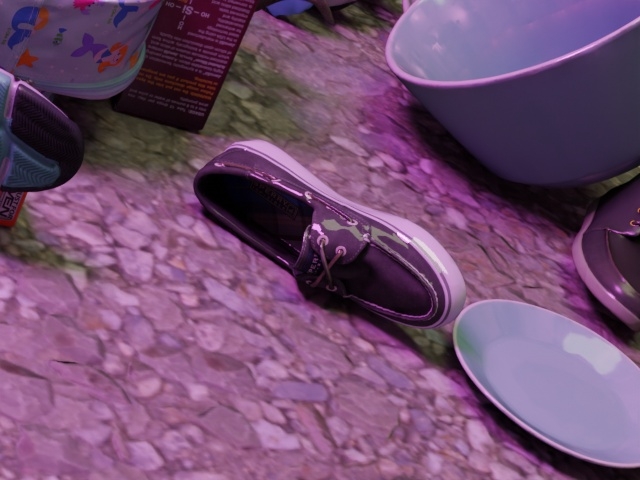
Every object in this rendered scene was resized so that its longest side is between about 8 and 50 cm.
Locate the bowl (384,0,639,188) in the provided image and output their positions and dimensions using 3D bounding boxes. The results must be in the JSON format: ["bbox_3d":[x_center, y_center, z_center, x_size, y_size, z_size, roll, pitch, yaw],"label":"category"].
[{"bbox_3d":[0.230,-0.161,1.533,0.311,0.311,0.163,-84,153,-60],"label":"bowl"}]

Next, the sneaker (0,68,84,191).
[{"bbox_3d":[-0.259,-0.105,1.095,0.223,0.083,0.098,19,26,-13],"label":"sneaker"}]

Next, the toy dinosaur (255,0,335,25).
[{"bbox_3d":[-0.132,-0.264,1.450,0.313,0.160,0.121,38,-8,-23],"label":"toy dinosaur"}]

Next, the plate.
[{"bbox_3d":[0.181,0.113,1.266,0.188,0.024,0.188,21,28,-12],"label":"plate"}]

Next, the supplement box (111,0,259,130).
[{"bbox_3d":[-0.107,-0.199,1.357,0.080,0.188,0.104,13,31,-23],"label":"supplement box"}]

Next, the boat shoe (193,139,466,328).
[{"bbox_3d":[0.000,0.000,1.243,0.228,0.080,0.076,37,36,19],"label":"boat shoe"}]

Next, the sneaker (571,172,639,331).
[{"bbox_3d":[0.289,-0.014,1.450,0.083,0.118,0.222,41,26,-12],"label":"sneaker"}]

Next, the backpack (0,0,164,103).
[{"bbox_3d":[-0.240,-0.202,1.245,0.253,0.191,0.225,3,40,-25],"label":"backpack"}]

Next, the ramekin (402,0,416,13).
[{"bbox_3d":[0.193,-0.258,1.709,0.207,0.207,0.109,29,19,4],"label":"ramekin"}]

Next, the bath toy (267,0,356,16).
[{"bbox_3d":[0.028,-0.322,1.759,0.348,0.129,0.151,-22,99,-53],"label":"bath toy"}]

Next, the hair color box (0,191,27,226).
[{"bbox_3d":[-0.274,-0.054,1.128,0.141,0.043,0.072,9,34,-29],"label":"hair color box"}]
